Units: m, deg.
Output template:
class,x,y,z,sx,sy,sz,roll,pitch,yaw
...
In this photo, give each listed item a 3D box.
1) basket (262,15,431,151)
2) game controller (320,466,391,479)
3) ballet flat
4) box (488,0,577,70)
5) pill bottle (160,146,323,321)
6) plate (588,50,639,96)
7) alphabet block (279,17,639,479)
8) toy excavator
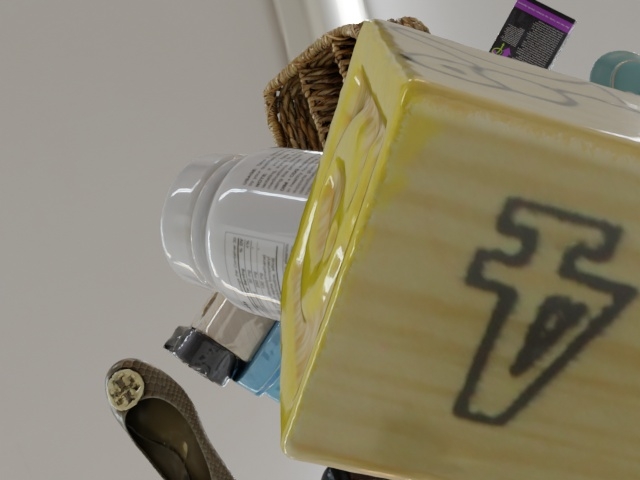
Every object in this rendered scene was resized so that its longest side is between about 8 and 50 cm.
class,x,y,z,sx,sy,sz,roll,pitch,yaw
basket,0.063,-0.158,1.200,0.222,0.213,0.299,-9,-111,-16
game controller,0.155,0.302,1.133,0.319,0.166,0.067,-28,-51,-4
ballet flat,-0.162,0.238,0.950,0.084,0.058,0.250,-39,-98,12
box,0.376,-0.352,1.543,0.029,0.116,0.162,-5,-53,-62
pill bottle,0.000,0.000,0.760,0.160,0.283,0.161,-18,-67,-50
plate,0.531,-0.238,1.409,0.188,0.024,0.188,8,-111,-20
alphabet block,0.095,0.009,0.459,0.197,0.192,0.194,15,-70,-8
toy excavator,-0.039,0.225,1.525,0.445,0.433,0.222,36,-101,-9
